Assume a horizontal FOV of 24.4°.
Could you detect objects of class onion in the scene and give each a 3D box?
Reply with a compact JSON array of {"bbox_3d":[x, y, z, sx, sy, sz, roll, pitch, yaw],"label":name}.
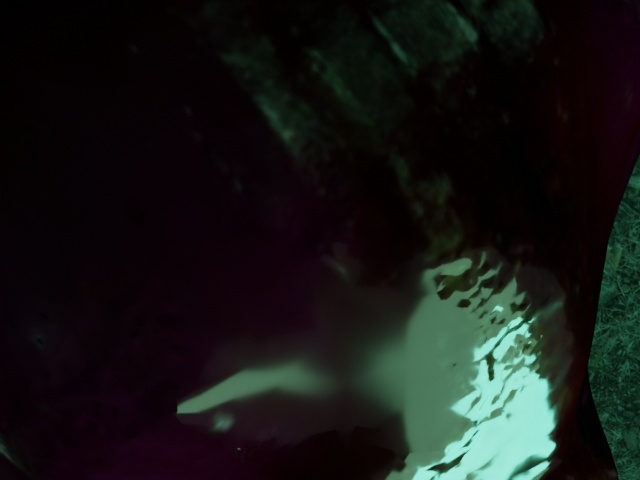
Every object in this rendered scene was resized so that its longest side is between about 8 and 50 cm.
[{"bbox_3d":[0.026,0.025,0.660,0.398,0.420,0.398,-37,165,-12],"label":"onion"}]
